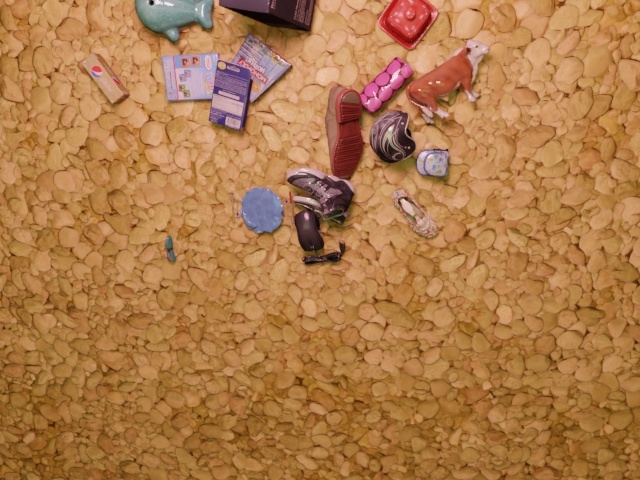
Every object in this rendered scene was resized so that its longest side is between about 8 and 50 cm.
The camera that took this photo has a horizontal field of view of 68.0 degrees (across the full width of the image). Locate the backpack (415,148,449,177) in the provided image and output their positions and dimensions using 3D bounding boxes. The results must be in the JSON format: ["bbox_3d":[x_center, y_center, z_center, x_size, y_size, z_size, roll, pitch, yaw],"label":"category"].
[{"bbox_3d":[0.409,-0.285,1.738,0.114,0.084,0.105,5,105,7],"label":"backpack"}]

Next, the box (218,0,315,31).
[{"bbox_3d":[-0.141,-0.872,1.484,0.178,0.312,0.343,17,108,18],"label":"box"}]

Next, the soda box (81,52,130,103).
[{"bbox_3d":[-0.806,-0.607,1.783,0.061,0.058,0.181,-32,100,14],"label":"soda box"}]

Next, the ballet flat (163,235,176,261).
[{"bbox_3d":[-0.631,0.035,1.968,0.041,0.041,0.114,-5,105,8],"label":"ballet flat"}]

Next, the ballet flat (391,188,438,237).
[{"bbox_3d":[0.359,-0.093,1.804,0.241,0.077,0.091,44,105,-8],"label":"ballet flat"}]

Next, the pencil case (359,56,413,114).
[{"bbox_3d":[0.224,-0.550,1.679,0.209,0.095,0.098,-42,62,14],"label":"pencil case"}]

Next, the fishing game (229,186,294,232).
[{"bbox_3d":[-0.229,-0.120,1.879,0.263,0.041,0.189,-1,106,15],"label":"fishing game"}]

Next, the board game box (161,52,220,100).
[{"bbox_3d":[-0.472,-0.604,1.758,0.211,0.039,0.160,0,107,7],"label":"board game box"}]

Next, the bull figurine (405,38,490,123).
[{"bbox_3d":[0.454,-0.548,1.645,0.310,0.101,0.188,-29,103,13],"label":"bull figurine"}]

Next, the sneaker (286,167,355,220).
[{"bbox_3d":[-0.002,-0.166,1.741,0.268,0.153,0.101,14,152,-14],"label":"sneaker"}]

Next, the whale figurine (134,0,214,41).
[{"bbox_3d":[-0.511,-0.808,1.648,0.271,0.141,0.216,10,107,3],"label":"whale figurine"}]

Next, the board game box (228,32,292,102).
[{"bbox_3d":[-0.234,-0.611,1.721,0.194,0.060,0.194,35,106,-5],"label":"board game box"}]

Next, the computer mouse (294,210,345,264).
[{"bbox_3d":[0.000,0.000,1.838,0.184,0.060,0.262,-5,127,6],"label":"computer mouse"}]

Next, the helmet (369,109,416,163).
[{"bbox_3d":[0.255,-0.374,1.687,0.169,0.169,0.161,-32,118,14],"label":"helmet"}]

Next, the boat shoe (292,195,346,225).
[{"bbox_3d":[-0.008,-0.115,1.828,0.219,0.078,0.070,18,91,-1],"label":"boat shoe"}]

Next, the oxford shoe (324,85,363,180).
[{"bbox_3d":[0.078,-0.391,1.742,0.122,0.130,0.348,-12,124,-27],"label":"oxford shoe"}]

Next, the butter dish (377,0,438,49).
[{"bbox_3d":[0.296,-0.753,1.592,0.160,0.118,0.160,36,108,-6],"label":"butter dish"}]

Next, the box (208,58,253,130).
[{"bbox_3d":[-0.324,-0.526,1.718,0.136,0.036,0.225,20,118,8],"label":"box"}]
